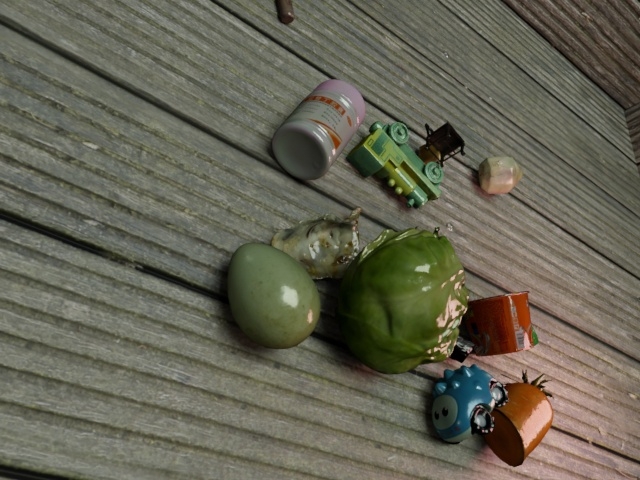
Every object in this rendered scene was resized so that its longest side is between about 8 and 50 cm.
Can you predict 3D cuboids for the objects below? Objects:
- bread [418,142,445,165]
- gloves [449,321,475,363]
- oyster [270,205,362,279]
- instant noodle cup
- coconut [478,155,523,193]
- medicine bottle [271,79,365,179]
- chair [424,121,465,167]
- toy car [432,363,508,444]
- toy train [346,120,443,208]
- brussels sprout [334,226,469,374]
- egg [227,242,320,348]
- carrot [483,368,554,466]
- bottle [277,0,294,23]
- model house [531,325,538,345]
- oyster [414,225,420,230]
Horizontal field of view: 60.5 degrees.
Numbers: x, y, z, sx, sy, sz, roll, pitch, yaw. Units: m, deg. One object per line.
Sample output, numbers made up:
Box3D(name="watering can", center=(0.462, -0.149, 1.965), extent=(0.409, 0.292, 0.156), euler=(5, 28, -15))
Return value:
Box3D(name="bread", center=(0.434, -0.332, 2.154), extent=(0.082, 0.106, 0.125), euler=(33, 49, -22))
Box3D(name="gloves", center=(0.417, 0.321, 1.824), extent=(0.181, 0.106, 0.129), euler=(37, 41, 21))
Box3D(name="oyster", center=(0.014, 0.022, 1.657), extent=(0.396, 0.111, 0.204), euler=(-16, 96, -43))
Box3D(name="instant noodle cup", center=(0.615, 0.289, 1.894), extent=(0.250, 0.250, 0.192), euler=(-1, 76, -39))
Box3D(name="coconut", center=(0.768, -0.282, 2.332), extent=(0.171, 0.183, 0.171), euler=(-5, 90, -81))
Box3D(name="medicine bottle", center=(0.000, -0.360, 1.758), extent=(0.202, 0.202, 0.316), euler=(43, 47, -13))
Box3D(name="chair", center=(0.454, -0.380, 2.025), extent=(0.106, 0.113, 0.229), euler=(43, 35, -23))
Box3D(name="toy car", center=(0.431, 0.486, 1.675), extent=(0.190, 0.188, 0.255), euler=(46, 51, 3))
Box3D(name="toy train", center=(0.289, -0.256, 1.980), extent=(0.369, 0.150, 0.237), euler=(45, 56, -11))
Box3D(name="brussels sprout", center=(0.212, 0.183, 1.558), extent=(0.361, 0.425, 0.342), euler=(-28, 42, -22))
Box3D(name="egg", center=(-0.127, 0.133, 1.391), extent=(0.218, 0.218, 0.295), euler=(-19, 72, -43))
Box3D(name="carrot", center=(0.644, 0.571, 1.796), extent=(0.331, 0.214, 0.193), euler=(-24, 112, -39))
Box3D(name="bottle", center=(-0.130, -0.867, 2.017), extent=(0.053, 0.053, 0.140), euler=(4, 66, -37))
Box3D(name="model house", center=(0.723, 0.331, 2.051), extent=(0.117, 0.088, 0.167), euler=(-21, 83, -43))
Box3D(name="oyster", center=(0.343, 0.064, 1.894), extent=(0.214, 0.083, 0.223), euler=(56, 41, -5))
